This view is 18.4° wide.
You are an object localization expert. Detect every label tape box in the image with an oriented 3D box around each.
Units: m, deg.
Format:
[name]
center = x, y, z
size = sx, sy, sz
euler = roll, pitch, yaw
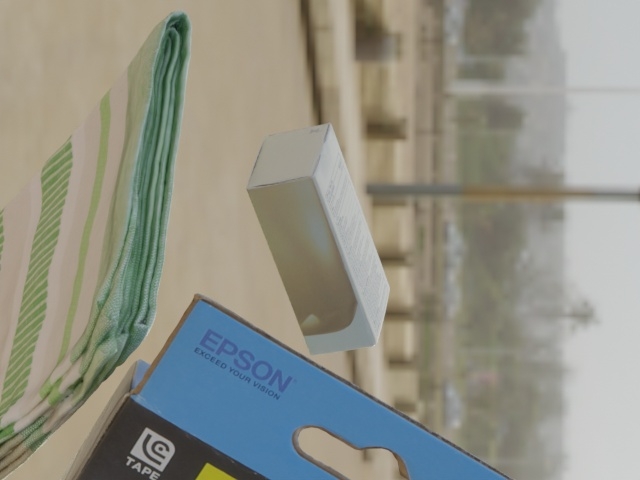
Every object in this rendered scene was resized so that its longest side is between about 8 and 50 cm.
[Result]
[label tape box]
center = -0.029, 0.184, 1.028
size = 0.334, 0.240, 0.106
euler = -56, -174, 27

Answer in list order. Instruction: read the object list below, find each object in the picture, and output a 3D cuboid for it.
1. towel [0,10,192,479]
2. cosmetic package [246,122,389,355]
[towel]
center = -0.181, 0.043, 1.148
size = 0.325, 0.038, 0.248
euler = -43, -150, 39
[cosmetic package]
center = 0.000, 0.000, 1.088
size = 0.060, 0.041, 0.115
euler = -72, 147, -56
